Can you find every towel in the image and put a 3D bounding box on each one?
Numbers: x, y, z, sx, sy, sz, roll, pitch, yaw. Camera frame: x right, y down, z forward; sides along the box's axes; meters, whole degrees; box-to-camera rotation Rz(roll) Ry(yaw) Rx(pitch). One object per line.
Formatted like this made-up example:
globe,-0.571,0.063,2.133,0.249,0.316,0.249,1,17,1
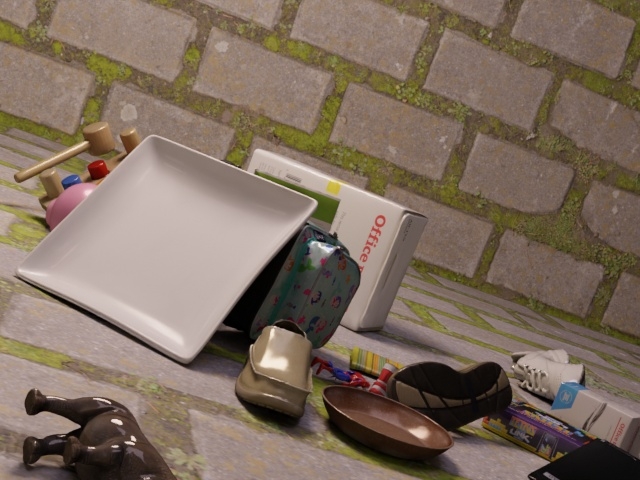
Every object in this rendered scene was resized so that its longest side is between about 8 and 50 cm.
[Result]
towel,0.162,0.252,1.830,0.237,0.021,0.102,22,12,1

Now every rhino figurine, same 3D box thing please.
rhino figurine,-0.178,0.206,0.905,0.106,0.073,0.243,12,12,-36

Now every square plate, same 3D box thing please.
square plate,-0.233,0.006,1.599,0.344,0.347,0.049,23,-34,25

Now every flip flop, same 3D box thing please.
flip flop,0.202,0.246,1.650,0.277,0.112,0.080,-1,-14,-46

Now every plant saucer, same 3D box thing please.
plant saucer,0.088,0.260,1.445,0.199,0.036,0.198,21,6,-2

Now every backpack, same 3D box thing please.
backpack,-0.047,0.074,1.746,0.191,0.225,0.253,26,-2,18

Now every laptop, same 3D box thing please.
laptop,0.481,0.411,1.536,0.234,0.136,0.264,29,-15,49

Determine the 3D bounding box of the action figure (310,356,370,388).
action figure,0.036,0.218,1.659,0.115,0.030,0.038,22,10,-32

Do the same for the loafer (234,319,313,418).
loafer,-0.061,0.172,1.455,0.102,0.092,0.268,20,7,-10

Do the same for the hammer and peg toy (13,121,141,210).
hammer and peg toy,-0.434,-0.112,2.056,0.266,0.127,0.361,-32,31,-21

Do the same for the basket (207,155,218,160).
basket,-0.269,-0.063,2.147,0.154,0.227,0.204,19,6,-16

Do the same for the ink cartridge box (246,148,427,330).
ink cartridge box,0.000,0.000,2.250,0.385,0.279,0.160,24,7,25

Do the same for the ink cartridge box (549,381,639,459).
ink cartridge box,0.493,0.332,1.809,0.180,0.104,0.060,25,8,36

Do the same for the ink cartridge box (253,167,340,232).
ink cartridge box,-0.092,0.002,2.025,0.189,0.255,0.097,20,6,-13

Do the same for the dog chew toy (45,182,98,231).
dog chew toy,-0.311,-0.013,1.777,0.332,0.206,0.206,14,6,7

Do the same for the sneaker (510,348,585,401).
sneaker,0.480,0.298,2.182,0.129,0.111,0.297,5,3,-2

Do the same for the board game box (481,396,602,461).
board game box,0.377,0.326,1.753,0.170,0.048,0.141,24,6,27

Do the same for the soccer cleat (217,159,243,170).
soccer cleat,-0.180,-0.006,1.925,0.093,0.289,0.121,1,-13,-37

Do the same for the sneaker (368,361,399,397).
sneaker,0.109,0.247,1.637,0.042,0.067,0.118,22,-24,33
